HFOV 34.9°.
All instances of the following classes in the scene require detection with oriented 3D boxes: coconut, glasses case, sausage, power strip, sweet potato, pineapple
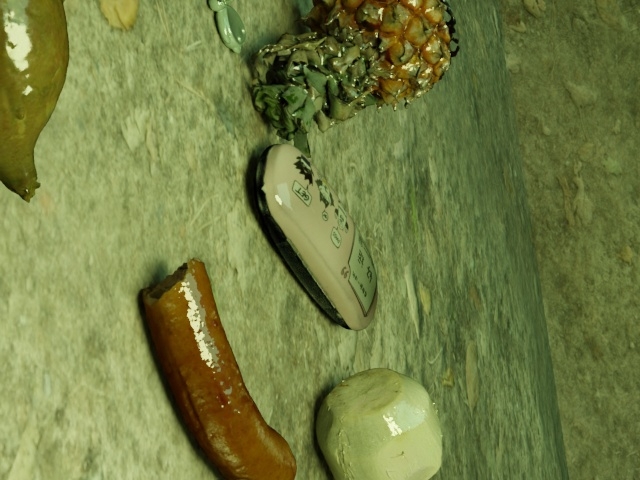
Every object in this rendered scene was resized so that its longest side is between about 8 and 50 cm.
[{"bbox_3d":[0.079,0.260,1.337,0.161,0.161,0.162,-61,136,-54],"label":"coconut"},{"bbox_3d":[0.000,0.000,1.366,0.314,0.075,0.122,57,36,-39],"label":"glasses case"},{"bbox_3d":[-0.106,0.160,1.073,0.302,0.076,0.103,69,28,-21],"label":"sausage"},{"bbox_3d":[-0.112,-0.280,1.296,0.055,0.035,0.083,-73,145,-46],"label":"power strip"},{"bbox_3d":[-0.275,-0.212,0.791,0.158,0.158,0.370,-9,92,-65],"label":"sweet potato"},{"bbox_3d":[0.013,-0.241,1.391,0.271,0.262,0.262,-43,122,-35],"label":"pineapple"}]
